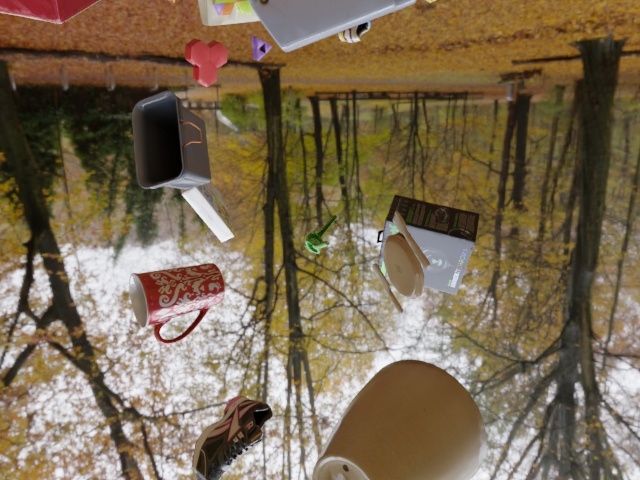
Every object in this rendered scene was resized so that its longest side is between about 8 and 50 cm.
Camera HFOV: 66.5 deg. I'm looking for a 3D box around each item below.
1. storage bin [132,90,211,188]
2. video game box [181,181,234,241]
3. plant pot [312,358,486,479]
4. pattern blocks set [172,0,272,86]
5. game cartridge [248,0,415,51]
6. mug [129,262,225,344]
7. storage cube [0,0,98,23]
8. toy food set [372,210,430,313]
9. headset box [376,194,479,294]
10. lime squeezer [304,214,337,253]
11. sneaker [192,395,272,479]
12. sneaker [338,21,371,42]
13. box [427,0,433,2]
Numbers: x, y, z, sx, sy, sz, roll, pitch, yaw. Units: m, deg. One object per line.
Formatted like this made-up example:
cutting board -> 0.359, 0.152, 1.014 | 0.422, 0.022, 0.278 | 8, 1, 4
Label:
storage bin -> -0.212, -0.143, 0.738 | 0.098, 0.135, 0.091 | -12, 171, 22
video game box -> -0.318, -0.122, 1.343 | 0.048, 0.205, 0.187 | -29, -135, 1
plant pot -> 0.117, 0.372, 0.843 | 0.256, 0.257, 0.274 | 9, -169, 35
pattern blocks set -> -0.146, -0.452, 0.810 | 0.026, 0.325, 0.285 | 30, -124, 33
game cartridge -> -0.025, -0.383, 0.549 | 0.196, 0.294, 0.060 | -17, -166, 9
mug -> -0.298, 0.122, 1.024 | 0.169, 0.150, 0.113 | -12, -149, -36
storage cube -> -0.398, -0.419, 0.633 | 0.183, 0.193, 0.215 | 8, -142, -4
toy food set -> 0.154, 0.041, 0.881 | 0.038, 0.192, 0.132 | -19, -118, -19
headset box -> 0.318, 0.012, 1.520 | 0.283, 0.246, 0.131 | 15, -134, 11
lime squeezer -> 0.000, 0.000, 1.536 | 0.110, 0.059, 0.310 | -24, -168, 12
sneaker -> -0.135, 0.315, 0.783 | 0.077, 0.072, 0.178 | -7, -155, 23
sneaker -> 0.130, -0.684, 1.487 | 0.084, 0.185, 0.069 | 24, 177, 35
box -> 0.379, -0.913, 1.596 | 0.087, 0.232, 0.058 | -29, -123, -12
